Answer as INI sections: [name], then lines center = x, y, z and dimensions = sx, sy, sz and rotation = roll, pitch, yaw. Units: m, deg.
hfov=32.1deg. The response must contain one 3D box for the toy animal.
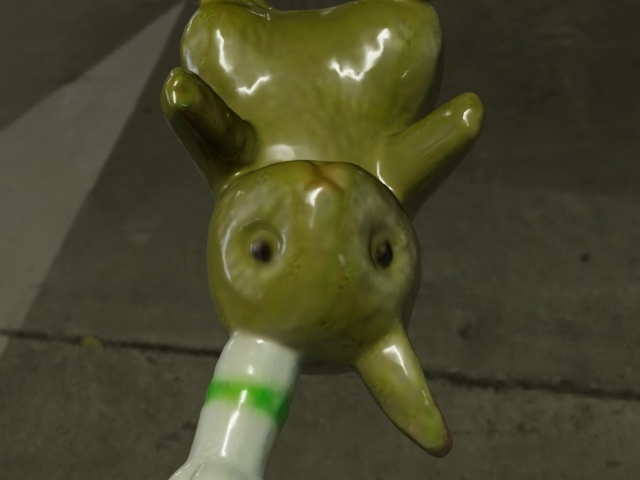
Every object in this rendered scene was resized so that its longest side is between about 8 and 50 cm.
[toy animal]
center = 0.000, -0.018, 0.655
dimensions = 0.181, 0.180, 0.363
rotation = 0, 46, -3
